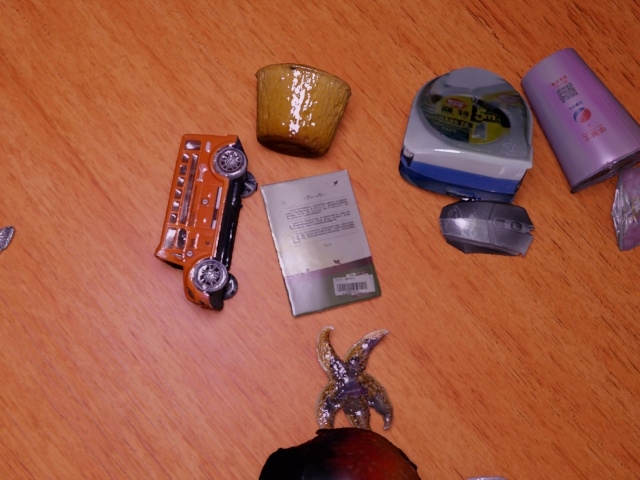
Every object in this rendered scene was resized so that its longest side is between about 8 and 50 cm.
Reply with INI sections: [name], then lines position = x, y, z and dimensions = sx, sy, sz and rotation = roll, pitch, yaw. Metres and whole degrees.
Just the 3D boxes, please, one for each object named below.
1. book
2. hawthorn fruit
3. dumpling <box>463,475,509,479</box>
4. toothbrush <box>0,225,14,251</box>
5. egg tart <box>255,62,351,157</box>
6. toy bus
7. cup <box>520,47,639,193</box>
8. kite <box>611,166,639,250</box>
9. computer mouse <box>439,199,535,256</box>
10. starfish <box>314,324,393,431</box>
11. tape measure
[book]
position = 0.000, 0.000, 1.074
dimensions = 0.202, 0.026, 0.289
rotation = -12, 80, -12
[hawthorn fruit]
position = 0.035, 0.452, 0.847
dimensions = 0.317, 0.316, 0.315
rotation = 2, 77, -9
[dumpling]
position = 0.286, 0.580, 0.944
dimensions = 0.205, 0.163, 0.292
rotation = 4, 76, 27
[toothbrush]
position = -0.651, 0.102, 0.949
dimensions = 0.026, 0.028, 0.294
rotation = 25, 80, -2
[egg tart]
position = -0.047, -0.257, 1.043
dimensions = 0.203, 0.202, 0.147
rotation = 12, 85, -7
[toy bus]
position = -0.222, -0.034, 0.992
dimensions = 0.153, 0.143, 0.328
rotation = 6, 78, 2
[cup]
position = 0.589, -0.278, 1.160
dimensions = 0.203, 0.203, 0.288
rotation = -22, 76, -13
[kite]
position = 0.822, -0.109, 1.193
dimensions = 0.361, 0.022, 0.204
rotation = -19, 111, -14
[computer mouse]
position = 0.371, -0.033, 1.118
dimensions = 0.232, 0.071, 0.125
rotation = 8, 77, -8
[starfish]
position = 0.063, 0.272, 1.009
dimensions = 0.216, 0.071, 0.238
rotation = -36, 95, -20
[tape measure]
position = 0.315, -0.234, 1.091
dimensions = 0.260, 0.138, 0.261
rotation = 13, 67, 6
